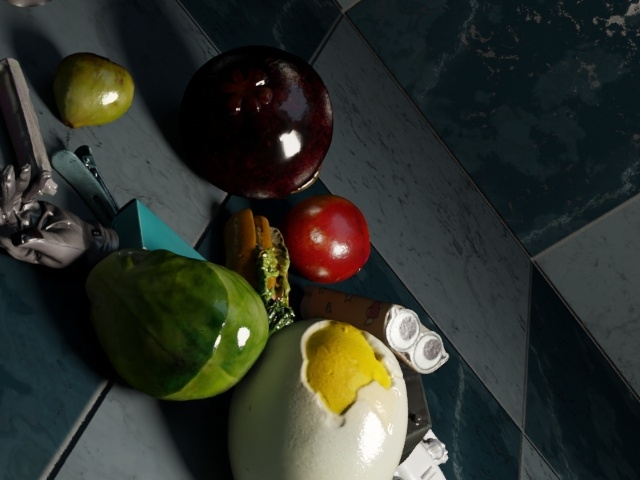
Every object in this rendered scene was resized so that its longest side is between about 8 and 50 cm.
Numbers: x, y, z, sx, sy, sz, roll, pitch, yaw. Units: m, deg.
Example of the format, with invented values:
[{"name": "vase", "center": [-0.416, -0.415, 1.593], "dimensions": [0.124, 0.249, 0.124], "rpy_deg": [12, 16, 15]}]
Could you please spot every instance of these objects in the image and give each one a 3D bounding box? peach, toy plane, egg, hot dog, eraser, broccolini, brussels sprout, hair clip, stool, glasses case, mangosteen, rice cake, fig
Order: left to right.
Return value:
[{"name": "rice cake", "center": [-0.471, -0.185, 1.919], "dimensions": [0.055, 0.049, 0.270], "rpy_deg": [59, 7, -67]}, {"name": "fig", "center": [-0.389, -0.262, 2.085], "dimensions": [0.136, 0.120, 0.153], "rpy_deg": [26, 33, 26]}, {"name": "hair clip", "center": [-0.339, -0.032, 1.985], "dimensions": [0.275, 0.048, 0.083], "rpy_deg": [58, 19, 1]}, {"name": "brussels sprout", "center": [-0.220, 0.121, 1.819], "dimensions": [0.271, 0.219, 0.210], "rpy_deg": [36, 7, 1]}, {"name": "glasses case", "center": [-0.229, 0.063, 2.006], "dimensions": [0.301, 0.070, 0.117], "rpy_deg": [44, 22, -42]}, {"name": "broccolini", "center": [-0.118, 0.116, 2.032], "dimensions": [0.271, 0.062, 0.123], "rpy_deg": [42, 34, -42]}, {"name": "mangosteen", "center": [-0.120, -0.212, 2.385], "dimensions": [0.347, 0.307, 0.307], "rpy_deg": [77, -8, -64]}, {"name": "hot dog", "center": [-0.109, 0.070, 2.236], "dimensions": [0.135, 0.100, 0.337], "rpy_deg": [42, 26, -32]}, {"name": "egg", "center": [-0.009, 0.301, 1.898], "dimensions": [0.283, 0.283, 0.345], "rpy_deg": [35, 58, -41]}, {"name": "peach", "center": [0.000, 0.000, 2.455], "dimensions": [0.197, 0.197, 0.197], "rpy_deg": [44, 26, -28]}, {"name": "stool", "center": [0.075, 0.301, 2.161], "dimensions": [0.232, 0.141, 0.232], "rpy_deg": [16, 42, -15]}, {"name": "eraser", "center": [0.092, 0.166, 2.312], "dimensions": [0.171, 0.087, 0.290], "rpy_deg": [45, -19, -29]}, {"name": "toy plane", "center": [0.172, 0.455, 2.274], "dimensions": [0.252, 0.118, 0.252], "rpy_deg": [23, 51, -32]}]

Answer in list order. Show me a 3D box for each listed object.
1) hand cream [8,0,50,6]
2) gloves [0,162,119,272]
[{"name": "hand cream", "center": [-0.557, -0.569, 2.186], "dimensions": [0.185, 0.118, 0.358], "rpy_deg": [20, 36, -50]}, {"name": "gloves", "center": [-0.395, -0.017, 1.768], "dimensions": [0.142, 0.119, 0.285], "rpy_deg": [59, 6, 35]}]
